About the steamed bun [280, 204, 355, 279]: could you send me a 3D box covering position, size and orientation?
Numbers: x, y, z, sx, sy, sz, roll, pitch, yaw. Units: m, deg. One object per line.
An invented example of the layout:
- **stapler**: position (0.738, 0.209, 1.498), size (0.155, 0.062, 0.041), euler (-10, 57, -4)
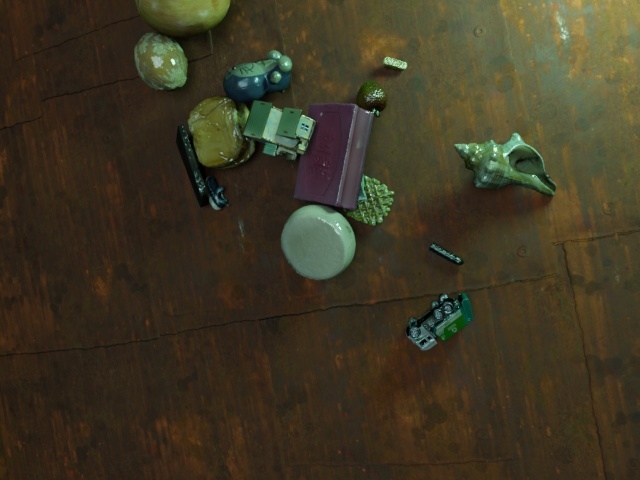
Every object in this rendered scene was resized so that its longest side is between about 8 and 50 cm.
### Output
- **steamed bun**: position (0.000, 0.000, 1.754), size (0.282, 0.177, 0.283), euler (7, 110, 20)

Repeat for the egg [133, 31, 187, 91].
- **egg**: position (-0.628, -0.702, 1.875), size (0.203, 0.203, 0.245), euler (-34, 80, 13)

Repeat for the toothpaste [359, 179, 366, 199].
- **toothpaste**: position (0.128, -0.295, 1.768), size (0.074, 0.048, 0.297), euler (-4, 86, 19)

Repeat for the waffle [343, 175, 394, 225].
- **waffle**: position (0.178, -0.150, 1.780), size (0.183, 0.036, 0.169), euler (25, 96, 11)

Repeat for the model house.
- **model house**: position (-0.172, -0.397, 1.716), size (0.206, 0.271, 0.178), euler (19, 94, -26)

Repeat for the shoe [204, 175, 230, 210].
- **shoe**: position (-0.420, -0.196, 1.916), size (0.071, 0.064, 0.143), euler (-20, 90, 15)

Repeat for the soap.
- **soap**: position (0.045, -0.304, 1.724), size (0.232, 0.128, 0.360), euler (14, 96, 42)

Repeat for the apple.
- **apple**: position (-0.520, -0.956, 1.754), size (0.346, 0.391, 0.392), euler (-15, 88, -18)

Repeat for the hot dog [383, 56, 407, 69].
- **hot dog**: position (0.270, -0.644, 1.737), size (0.090, 0.034, 0.030), euler (14, 85, -6)

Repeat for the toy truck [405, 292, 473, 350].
- **toy truck**: position (0.429, 0.285, 1.700), size (0.253, 0.114, 0.124), euler (-42, 93, 13)

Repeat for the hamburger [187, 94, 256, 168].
- **hamburger**: position (-0.381, -0.425, 1.855), size (0.259, 0.144, 0.283), euler (-7, 95, 25)

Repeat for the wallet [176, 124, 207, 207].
- **wallet**: position (-0.512, -0.296, 1.888), size (0.042, 0.165, 0.310), euler (-17, 80, -23)

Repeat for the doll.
- **doll**: position (-0.240, -0.611, 1.778), size (0.258, 0.228, 0.154), euler (-16, 128, -17)

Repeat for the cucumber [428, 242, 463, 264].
- **cucumber**: position (0.459, 0.053, 1.720), size (0.133, 0.032, 0.032), euler (30, 99, 10)

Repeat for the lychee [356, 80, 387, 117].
- **lychee**: position (0.187, -0.512, 1.724), size (0.114, 0.114, 0.147), euler (-12, 70, 14)

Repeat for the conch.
- **conch**: position (0.627, -0.261, 1.611), size (0.385, 0.170, 0.203), euler (11, 122, -19)
